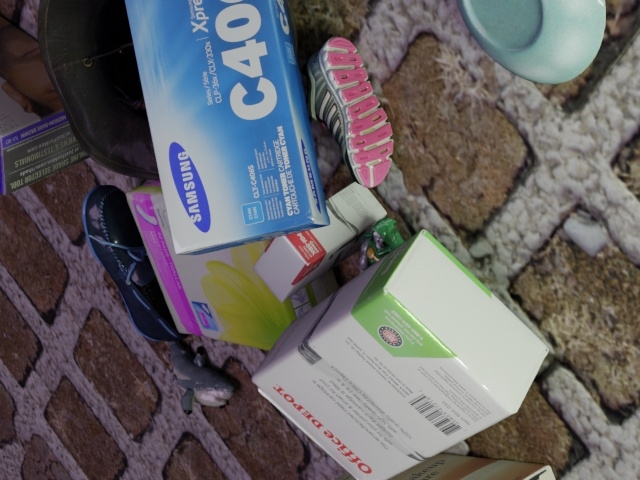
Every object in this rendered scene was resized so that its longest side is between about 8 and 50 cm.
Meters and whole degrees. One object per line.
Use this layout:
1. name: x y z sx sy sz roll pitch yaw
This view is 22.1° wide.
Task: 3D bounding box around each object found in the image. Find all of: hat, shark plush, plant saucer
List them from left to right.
1. hat: -0.163 -0.229 1.926 0.331 0.134 0.331 0 89 14
2. shark plush: -0.175 0.182 2.371 0.067 0.073 0.161 -62 40 31
3. plant saucer: 0.185 -0.234 1.567 0.195 0.037 0.195 33 138 36

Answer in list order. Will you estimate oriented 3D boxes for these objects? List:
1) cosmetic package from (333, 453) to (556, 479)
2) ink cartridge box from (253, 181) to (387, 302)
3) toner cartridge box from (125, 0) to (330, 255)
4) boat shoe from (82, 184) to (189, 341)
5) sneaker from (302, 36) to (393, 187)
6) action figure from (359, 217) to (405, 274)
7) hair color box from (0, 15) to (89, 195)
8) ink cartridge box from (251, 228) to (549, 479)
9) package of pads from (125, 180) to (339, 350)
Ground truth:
1. cosmetic package: 0.143 0.341 1.953 0.296 0.153 0.129 -5 109 53
2. ink cartridge box: 0.000 0.000 1.899 0.056 0.135 0.099 50 146 10
3. toner cartridge box: -0.108 -0.169 1.806 0.165 0.075 0.347 -13 86 15
4. boat shoe: -0.242 0.029 2.295 0.089 0.109 0.258 9 138 42
5. sneaker: 0.026 -0.139 1.827 0.075 0.063 0.170 -11 100 55
6. action figure: 0.083 0.069 1.904 0.137 0.063 0.232 17 132 31
7. hair color box: -0.470 -0.212 2.316 0.339 0.185 0.110 36 138 32
8. ink cartridge box: 0.083 0.138 1.826 0.198 0.115 0.273 43 138 -10
9. package of pads: -0.107 0.016 2.085 0.296 0.101 0.229 6 121 50
